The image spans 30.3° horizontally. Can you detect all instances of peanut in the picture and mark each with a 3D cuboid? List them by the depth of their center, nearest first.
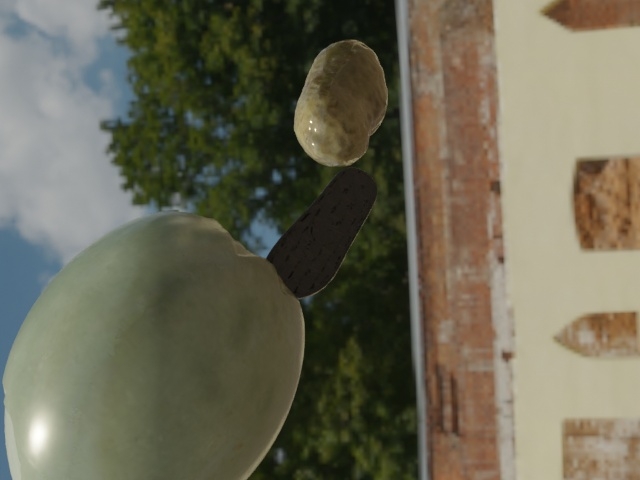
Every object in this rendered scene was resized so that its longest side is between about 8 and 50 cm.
[{"bbox_3d":[0.031,-0.196,1.727,0.129,0.129,0.224,71,-149,-47],"label":"peanut"}]

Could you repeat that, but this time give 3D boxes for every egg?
[{"bbox_3d":[-0.178,0.147,1.187,0.336,0.278,0.278,-52,-30,-16],"label":"egg"}]

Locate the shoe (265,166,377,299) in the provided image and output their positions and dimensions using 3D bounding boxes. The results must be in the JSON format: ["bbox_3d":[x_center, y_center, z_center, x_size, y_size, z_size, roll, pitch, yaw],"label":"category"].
[{"bbox_3d":[0.000,0.000,1.284,0.179,0.071,0.049,-54,-3,-25],"label":"shoe"}]
